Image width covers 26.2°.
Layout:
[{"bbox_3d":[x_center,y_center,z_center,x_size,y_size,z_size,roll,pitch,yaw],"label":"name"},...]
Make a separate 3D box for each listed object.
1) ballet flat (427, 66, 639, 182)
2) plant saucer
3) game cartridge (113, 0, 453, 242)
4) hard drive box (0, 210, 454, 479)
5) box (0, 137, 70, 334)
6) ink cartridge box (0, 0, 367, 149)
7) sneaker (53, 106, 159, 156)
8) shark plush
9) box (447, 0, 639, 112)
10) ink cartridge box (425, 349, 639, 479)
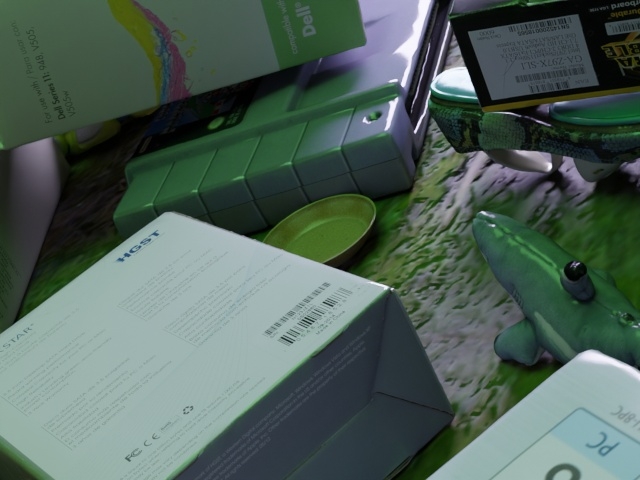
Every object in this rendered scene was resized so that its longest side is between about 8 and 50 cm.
[{"bbox_3d":[0.148,-0.068,0.826,0.070,0.070,0.188,-42,35,-26],"label":"ballet flat"},{"bbox_3d":[0.000,0.000,0.889,0.083,0.015,0.083,-21,29,12],"label":"plant saucer"},{"bbox_3d":[-0.016,-0.126,1.078,0.230,0.068,0.355,-11,31,20],"label":"game cartridge"},{"bbox_3d":[-0.076,0.085,0.729,0.181,0.089,0.232,-38,30,-21],"label":"hard drive box"},{"bbox_3d":[-0.282,-0.021,1.074,0.094,0.113,0.275,-22,26,13],"label":"box"},{"bbox_3d":[-0.162,-0.185,1.055,0.353,0.119,0.207,-17,29,-2],"label":"ink cartridge box"},{"bbox_3d":[-0.217,-0.125,1.249,0.240,0.091,0.126,-16,11,22],"label":"sneaker"},{"bbox_3d":[0.123,0.036,0.660,0.073,0.067,0.161,-28,27,-2],"label":"shark plush"},{"bbox_3d":[0.235,-0.222,0.830,0.257,0.079,0.322,-7,42,27],"label":"box"},{"bbox_3d":[0.040,0.219,0.386,0.385,0.091,0.308,-36,28,-12],"label":"ink cartridge box"}]
